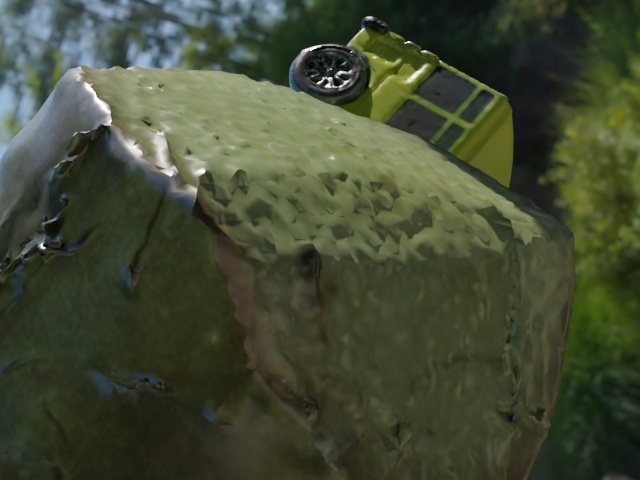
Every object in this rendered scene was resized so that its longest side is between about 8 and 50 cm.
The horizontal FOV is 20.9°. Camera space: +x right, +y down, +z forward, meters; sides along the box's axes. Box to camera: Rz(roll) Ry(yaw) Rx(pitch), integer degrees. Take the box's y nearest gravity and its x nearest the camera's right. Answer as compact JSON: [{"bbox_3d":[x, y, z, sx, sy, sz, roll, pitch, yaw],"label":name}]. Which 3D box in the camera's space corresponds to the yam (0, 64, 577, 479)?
[{"bbox_3d":[-0.051,0.071,0.587,0.202,0.201,0.271,-13,-37,-53],"label":"yam"}]

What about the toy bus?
[{"bbox_3d":[0.000,0.000,1.088,0.262,0.150,0.128,-48,-24,-26],"label":"toy bus"}]
